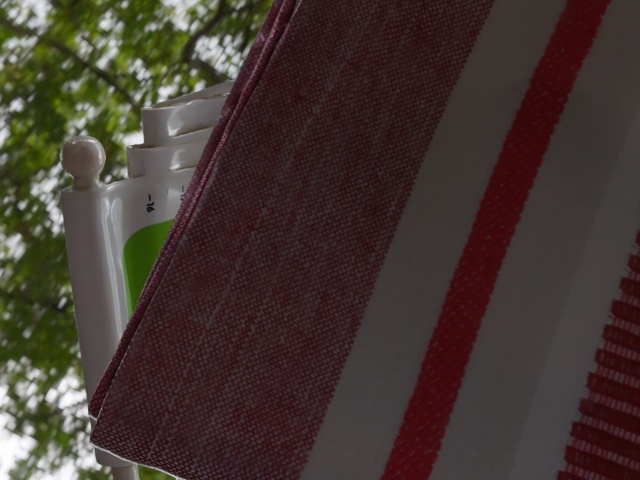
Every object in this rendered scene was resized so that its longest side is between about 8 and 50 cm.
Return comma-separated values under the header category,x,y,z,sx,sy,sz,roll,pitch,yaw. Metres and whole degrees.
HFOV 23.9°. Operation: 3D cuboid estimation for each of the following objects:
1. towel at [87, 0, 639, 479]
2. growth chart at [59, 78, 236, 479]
category,x,y,z,sx,sy,sz,roll,pitch,yaw
towel,0.127,0.013,0.450,0.329,0.237,0.037,23,-17,1
growth chart,0.000,0.000,0.610,0.021,0.237,0.172,17,-54,53
